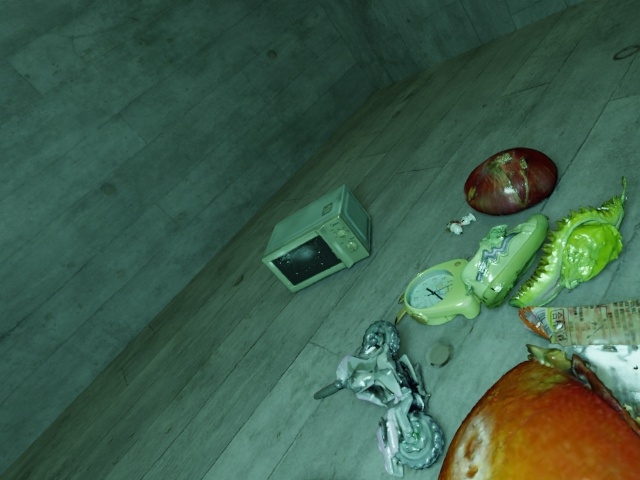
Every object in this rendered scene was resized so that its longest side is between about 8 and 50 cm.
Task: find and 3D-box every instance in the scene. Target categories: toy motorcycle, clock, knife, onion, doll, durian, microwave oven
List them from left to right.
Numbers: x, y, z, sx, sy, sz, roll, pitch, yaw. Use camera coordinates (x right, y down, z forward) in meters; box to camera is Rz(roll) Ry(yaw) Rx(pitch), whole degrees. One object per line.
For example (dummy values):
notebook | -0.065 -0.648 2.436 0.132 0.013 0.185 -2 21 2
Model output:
microwave oven | 0.000 0.000 1.519 0.355 0.218 0.286 -29 25 24
knife | 0.084 0.356 1.019 0.248 0.018 0.035 -31 23 17
toy motorcycle | 0.132 0.334 0.860 0.188 0.143 0.326 -41 37 19
clock | 0.287 0.146 1.029 0.232 0.069 0.170 -25 28 33
doll | 0.423 -0.052 1.211 0.085 0.040 0.058 -48 37 -7
onion | 0.533 -0.174 1.140 0.248 0.161 0.248 -22 10 4
durian | 0.535 0.008 0.828 0.375 0.132 0.106 -45 -19 0

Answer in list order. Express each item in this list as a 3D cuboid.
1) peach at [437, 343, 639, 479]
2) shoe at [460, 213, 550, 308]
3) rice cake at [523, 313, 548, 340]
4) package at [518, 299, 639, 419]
peach | 0.280 0.318 0.405 0.353 0.339 0.416 -18 27 39
shoe | 0.421 0.031 0.900 0.262 0.128 0.140 -51 -16 -17
rice cake | 0.475 0.181 0.730 0.047 0.036 0.207 -61 28 -7
package | 0.463 0.190 0.604 0.288 0.109 0.223 -19 61 41
